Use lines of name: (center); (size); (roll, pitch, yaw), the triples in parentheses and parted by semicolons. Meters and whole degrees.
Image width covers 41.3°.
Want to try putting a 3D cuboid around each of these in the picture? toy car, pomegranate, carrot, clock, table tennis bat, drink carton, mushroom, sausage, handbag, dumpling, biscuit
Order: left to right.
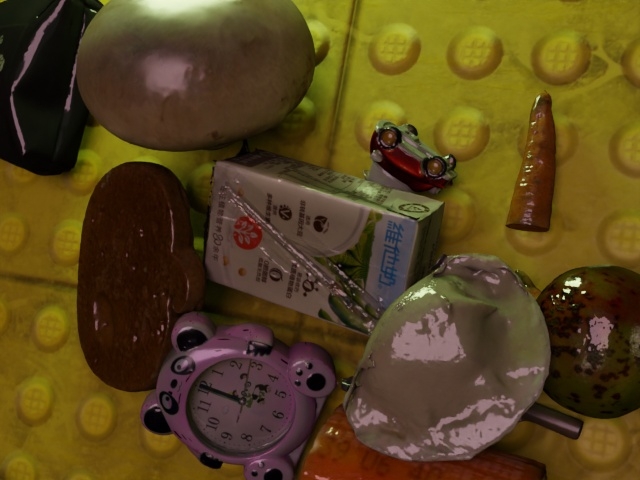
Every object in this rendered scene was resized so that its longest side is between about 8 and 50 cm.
handbag: (-0.540, -0.298, 1.521); (0.288, 0.152, 0.342); (10, 84, 33)
biscuit: (-0.282, 0.056, 1.351); (0.314, 0.063, 0.367); (3, 89, 42)
mushroom: (-0.188, -0.252, 1.316); (0.363, 0.294, 0.362); (-4, 42, 4)
clock: (-0.121, 0.228, 1.242); (0.248, 0.090, 0.227); (22, 102, -7)
drink carton: (-0.001, 0.000, 1.242); (0.325, 0.132, 0.194); (18, 113, 23)
toy car: (0.123, -0.104, 1.265); (0.139, 0.112, 0.112); (37, 110, 12)
sausage: (0.131, 0.361, 1.112); (0.287, 0.233, 0.233); (14, 86, 20)
dumpling: (0.162, 0.155, 1.086); (0.204, 0.163, 0.293); (36, 83, 5)
table tennis bat: (0.253, 0.224, 1.202); (0.234, 0.022, 0.131); (20, 87, 24)
carrot: (0.311, -0.117, 1.220); (0.061, 0.061, 0.209); (6, 80, 21)
pomegranate: (0.350, 0.111, 1.110); (0.198, 0.198, 0.246); (-39, 35, 10)
